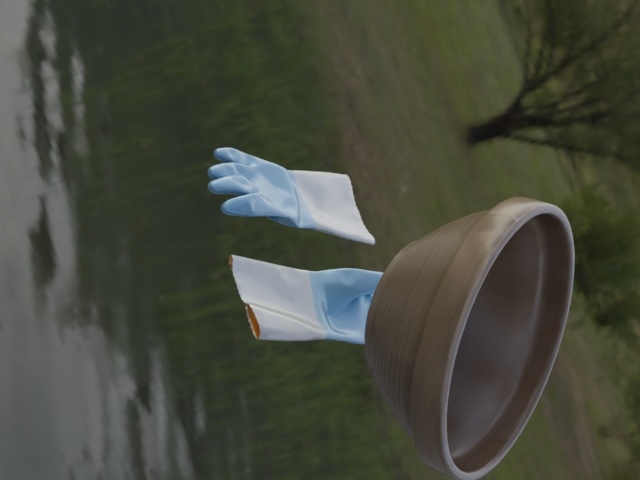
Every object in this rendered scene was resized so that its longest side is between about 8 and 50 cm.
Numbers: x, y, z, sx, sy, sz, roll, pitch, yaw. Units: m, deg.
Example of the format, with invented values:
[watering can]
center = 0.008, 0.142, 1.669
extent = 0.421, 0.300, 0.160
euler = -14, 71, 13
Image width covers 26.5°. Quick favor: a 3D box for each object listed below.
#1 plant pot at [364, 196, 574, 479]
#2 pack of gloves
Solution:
[plant pot]
center = 0.112, 0.069, 1.123
extent = 0.237, 0.109, 0.237
euler = -38, 138, -45
[pack of gloves]
center = 0.000, 0.000, 1.259
extent = 0.232, 0.046, 0.195
euler = 8, 56, -51
